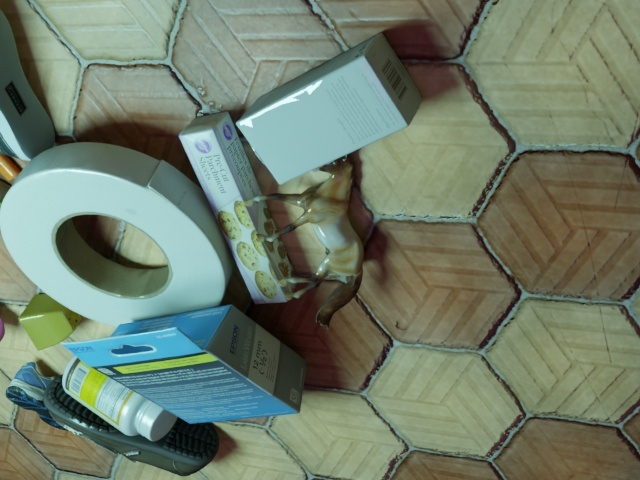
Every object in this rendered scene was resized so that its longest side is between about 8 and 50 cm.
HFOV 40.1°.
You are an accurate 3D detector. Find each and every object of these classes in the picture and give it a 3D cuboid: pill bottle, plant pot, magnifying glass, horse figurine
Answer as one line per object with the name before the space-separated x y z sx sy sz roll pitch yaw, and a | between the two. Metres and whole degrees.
pill bottle | -0.374 0.289 1.657 0.215 0.117 0.117 28 132 22
plant pot | -0.505 0.148 1.666 0.083 0.081 0.081 -13 119 15
magnifying glass | -0.597 -0.198 1.484 0.092 0.026 0.231 -26 110 34
horse figurine | 0.000 0.000 1.340 0.175 0.066 0.263 -21 111 1

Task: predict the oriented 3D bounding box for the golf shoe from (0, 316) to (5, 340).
golf shoe | -0.760 0.152 1.762 0.306 0.115 0.140 22 141 14

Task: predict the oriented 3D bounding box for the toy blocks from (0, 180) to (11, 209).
toy blocks | -0.722 -0.060 1.473 0.382 0.261 0.190 31 132 -4

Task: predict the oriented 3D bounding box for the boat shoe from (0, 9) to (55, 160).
boat shoe | -0.519 -0.254 1.355 0.105 0.113 0.306 8 143 23

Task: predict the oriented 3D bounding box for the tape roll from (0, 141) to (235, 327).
tape roll | -0.333 0.005 1.449 0.392 0.072 0.392 9 136 9

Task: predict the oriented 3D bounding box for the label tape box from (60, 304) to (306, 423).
label tape box | -0.220 0.194 1.479 0.249 0.115 0.347 -12 143 29

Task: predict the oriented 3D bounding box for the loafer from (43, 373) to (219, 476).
loafer | -0.389 0.386 1.754 0.366 0.133 0.130 24 130 4

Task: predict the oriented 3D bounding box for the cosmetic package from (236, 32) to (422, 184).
cosmetic package | 0.011 -0.178 1.214 0.231 0.085 0.117 -20 115 34

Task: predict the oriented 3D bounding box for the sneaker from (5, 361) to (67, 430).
sneaker | -0.553 0.330 1.822 0.080 0.081 0.211 -13 136 28

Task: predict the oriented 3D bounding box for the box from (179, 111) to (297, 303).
box | -0.123 -0.043 1.378 0.067 0.063 0.323 -6 122 24
